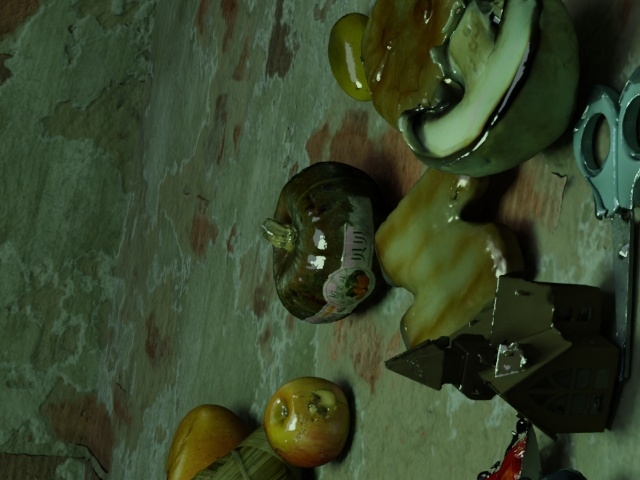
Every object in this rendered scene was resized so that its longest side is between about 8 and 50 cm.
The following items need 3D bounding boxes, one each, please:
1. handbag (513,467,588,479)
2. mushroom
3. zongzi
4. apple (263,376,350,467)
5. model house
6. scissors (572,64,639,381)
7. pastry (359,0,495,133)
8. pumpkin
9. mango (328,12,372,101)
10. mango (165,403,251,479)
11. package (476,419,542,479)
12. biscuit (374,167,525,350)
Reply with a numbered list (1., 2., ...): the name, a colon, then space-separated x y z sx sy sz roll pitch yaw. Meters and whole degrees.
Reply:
1. handbag: 0.222 0.435 1.658 0.326 0.118 0.269 -43 60 43
2. mushroom: 0.240 -0.189 1.813 0.189 0.164 0.267 46 116 50
3. zongzi: -0.051 0.414 2.394 0.286 0.288 0.134 36 158 32
4. apple: -0.025 0.288 2.329 0.146 0.146 0.146 -172 90 -67
5. model house: 0.192 0.124 1.682 0.181 0.248 0.176 -141 55 -66
6. scissors: 0.344 -0.018 1.679 0.191 0.029 0.360 162 114 -64
7. pastry: 0.173 -0.290 2.034 0.330 0.136 0.329 -28 58 59
8. pumpkin: -0.003 -0.001 2.293 0.260 0.189 0.260 -170 90 -68
9. mango: 0.059 -0.297 2.394 0.103 0.076 0.161 -43 52 48
10. mango: -0.189 0.425 2.637 0.199 0.201 0.350 -31 35 16
11. package: 0.228 0.351 1.789 0.194 0.071 0.269 -96 22 -47
12. biscuit: 0.172 0.020 2.001 0.290 0.062 0.236 -56 44 49
